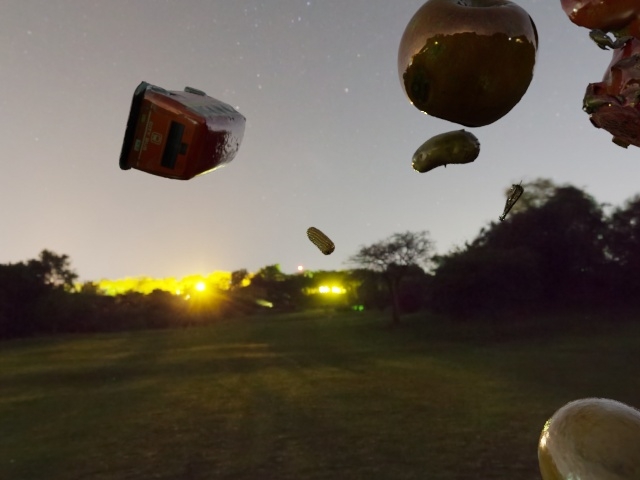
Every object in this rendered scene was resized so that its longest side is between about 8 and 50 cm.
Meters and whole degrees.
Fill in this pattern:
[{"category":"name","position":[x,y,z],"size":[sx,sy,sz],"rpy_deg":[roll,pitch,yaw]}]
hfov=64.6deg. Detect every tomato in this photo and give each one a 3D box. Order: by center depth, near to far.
[{"category":"tomato","position":[0.633,-0.515,1.037],"size":[0.233,0.200,0.139],"rpy_deg":[15,-30,-3]}]

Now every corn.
[{"category":"corn","position":[0.000,0.000,1.132],"size":[0.037,0.037,0.092],"rpy_deg":[7,26,-44]}]

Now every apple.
[{"category":"apple","position":[0.252,-0.306,0.875],"size":[0.237,0.237,0.207],"rpy_deg":[-1,-52,-12]}]

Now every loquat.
[{"category":"loquat","position":[0.367,0.290,0.614],"size":[0.179,0.179,0.227],"rpy_deg":[-4,6,1]}]

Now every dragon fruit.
[{"category":"dragon fruit","position":[0.532,-0.220,0.814],"size":[0.282,0.147,0.211],"rpy_deg":[25,20,4]}]

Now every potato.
[{"category":"potato","position":[0.248,-0.179,1.010],"size":[0.138,0.070,0.091],"rpy_deg":[-12,6,7]}]

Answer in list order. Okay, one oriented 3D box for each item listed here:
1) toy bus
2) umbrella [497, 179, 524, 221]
[{"category":"toy bus","position":[-0.196,-0.165,0.774],"size":[0.120,0.121,0.265],"rpy_deg":[20,16,1]},{"category":"umbrella","position":[0.334,-0.068,0.884],"size":[0.020,0.031,0.083],"rpy_deg":[11,-58,-22]}]
